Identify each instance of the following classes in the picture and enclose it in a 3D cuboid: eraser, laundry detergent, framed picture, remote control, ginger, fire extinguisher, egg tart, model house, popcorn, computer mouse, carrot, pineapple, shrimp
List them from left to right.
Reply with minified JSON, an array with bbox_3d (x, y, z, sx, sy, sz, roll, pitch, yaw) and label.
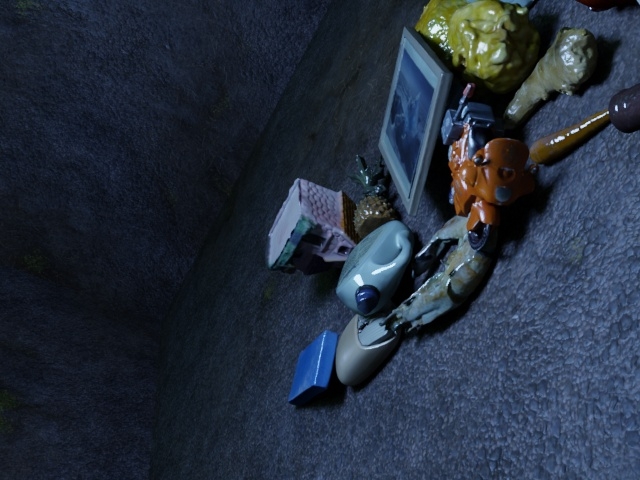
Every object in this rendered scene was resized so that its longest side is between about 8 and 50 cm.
[{"bbox_3d":[-0.020,0.332,2.089,0.312,0.043,0.144,126,159,-66],"label":"eraser"},{"bbox_3d":[0.000,0.000,2.212,0.202,0.237,0.237,-98,31,-53],"label":"model house"},{"bbox_3d":[0.102,0.237,1.901,0.236,0.082,0.145,-53,23,37],"label":"computer mouse"},{"bbox_3d":[0.133,-0.118,2.144,0.119,0.130,0.277,-21,36,14],"label":"pineapple"},{"bbox_3d":[0.127,0.074,1.860,0.215,0.105,0.280,-42,10,19],"label":"laundry detergent"},{"bbox_3d":[0.209,-0.291,1.905,0.446,0.028,0.326,-100,20,-64],"label":"framed picture"},{"bbox_3d":[0.244,0.070,1.720,0.360,0.085,0.247,-49,21,28],"label":"shrimp"},{"bbox_3d":[0.306,-0.523,2.066,0.319,0.128,0.319,-156,90,-84],"label":"egg tart"},{"bbox_3d":[0.333,-0.360,2.004,0.244,0.047,0.087,-62,16,16],"label":"remote control"},{"bbox_3d":[0.365,-0.425,1.778,0.191,0.190,0.253,-62,15,-7],"label":"popcorn"},{"bbox_3d":[0.447,-0.307,1.604,0.294,0.086,0.131,127,143,-56],"label":"ginger"},{"bbox_3d":[0.462,-0.193,1.487,0.216,0.048,0.048,-32,39,52],"label":"carrot"},{"bbox_3d":[0.560,-0.236,1.233,0.089,0.072,0.268,-35,6,-25],"label":"fire extinguisher"}]

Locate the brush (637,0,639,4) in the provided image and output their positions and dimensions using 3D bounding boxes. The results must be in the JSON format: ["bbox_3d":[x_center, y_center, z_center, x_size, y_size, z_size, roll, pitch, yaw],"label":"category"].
[{"bbox_3d":[0.584,-0.411,1.245,0.166,0.174,0.266,116,149,-57],"label":"brush"}]

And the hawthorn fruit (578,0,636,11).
[{"bbox_3d":[0.500,-0.530,1.450,0.215,0.250,0.215,-20,66,52],"label":"hawthorn fruit"}]

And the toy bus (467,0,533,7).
[{"bbox_3d":[0.367,-0.624,1.865,0.134,0.276,0.164,-34,41,59],"label":"toy bus"}]

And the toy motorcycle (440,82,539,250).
[{"bbox_3d":[0.316,-0.154,1.601,0.221,0.148,0.325,112,162,-45],"label":"toy motorcycle"}]

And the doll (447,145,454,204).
[{"bbox_3d":[0.319,-0.172,1.786,0.102,0.075,0.227,-20,59,46],"label":"doll"}]
